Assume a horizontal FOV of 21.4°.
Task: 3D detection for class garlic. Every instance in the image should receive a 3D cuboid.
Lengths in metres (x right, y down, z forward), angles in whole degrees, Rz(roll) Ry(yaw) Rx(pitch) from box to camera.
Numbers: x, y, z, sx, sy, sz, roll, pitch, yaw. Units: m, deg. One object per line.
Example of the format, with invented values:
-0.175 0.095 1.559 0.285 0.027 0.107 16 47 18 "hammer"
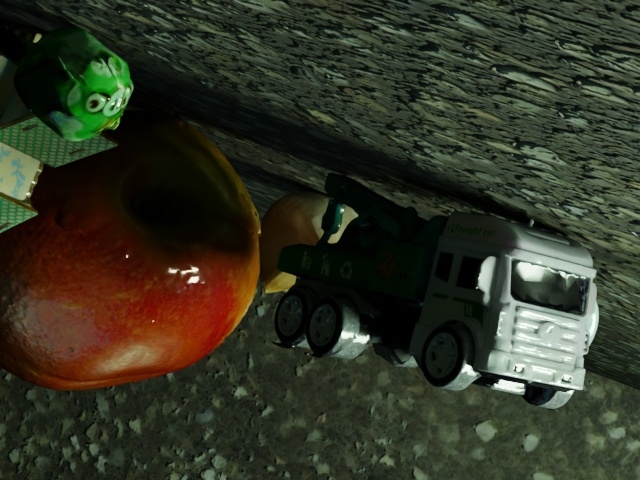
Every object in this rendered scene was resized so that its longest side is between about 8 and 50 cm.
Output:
-0.007 -0.006 2.024 0.115 0.128 0.206 64 160 -8 "garlic"

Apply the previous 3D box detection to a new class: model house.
-0.348 -0.113 1.646 0.271 0.206 0.178 20 176 34 "model house"

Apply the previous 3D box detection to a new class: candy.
-0.303 -0.188 1.492 0.323 0.097 0.097 30 179 19 "candy"

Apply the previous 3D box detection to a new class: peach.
-0.249 0.014 1.857 0.372 0.290 0.372 -12 162 -4 "peach"

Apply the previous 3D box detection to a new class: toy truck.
0.096 0.046 1.607 0.176 0.178 0.363 13 -178 -37 "toy truck"

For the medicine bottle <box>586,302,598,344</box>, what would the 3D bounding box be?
0.213 0.072 1.963 0.216 0.090 0.090 18 175 45 "medicine bottle"
